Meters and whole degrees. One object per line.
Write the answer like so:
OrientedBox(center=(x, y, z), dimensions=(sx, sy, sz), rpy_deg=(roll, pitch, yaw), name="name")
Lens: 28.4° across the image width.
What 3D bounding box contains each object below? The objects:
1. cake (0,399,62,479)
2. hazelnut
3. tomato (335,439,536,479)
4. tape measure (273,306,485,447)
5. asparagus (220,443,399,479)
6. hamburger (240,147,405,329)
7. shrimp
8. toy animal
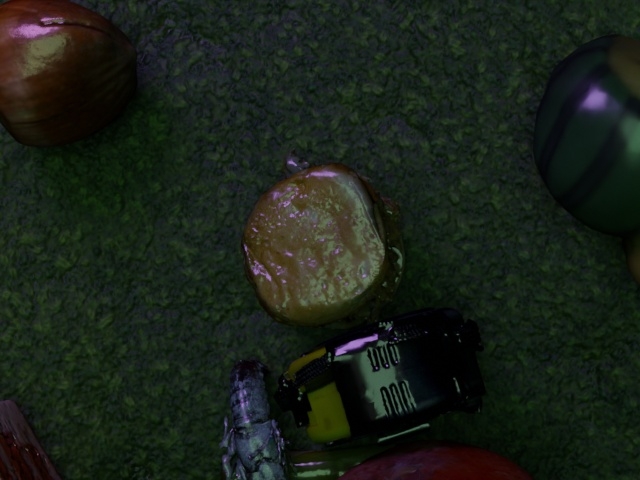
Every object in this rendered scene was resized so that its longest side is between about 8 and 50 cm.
OrientedBox(center=(-0.271, 0.259, 1.204), dimensions=(0.262, 0.158, 0.160), rpy_deg=(23, 93, 3), name="cake")
OrientedBox(center=(-0.251, -0.160, 1.203), dimensions=(0.150, 0.150, 0.150), rpy_deg=(0, 90, 5), name="hazelnut")
OrientedBox(center=(0.105, 0.299, 1.107), dimensions=(0.265, 0.265, 0.265), rpy_deg=(0, 90, 5), name="tomato")
OrientedBox(center=(0.057, 0.131, 1.156), dimensions=(0.199, 0.186, 0.112), rpy_deg=(-20, 80, 4), name="tape measure")
OrientedBox(center=(-0.010, 0.225, 1.236), dimensions=(0.178, 0.041, 0.045), rpy_deg=(-8, 46, 5), name="asparagus")
OrientedBox(center=(0.000, 0.000, 1.196), dimensions=(0.159, 0.131, 0.185), rpy_deg=(-21, 81, 14), name="hamburger")
OrientedBox(center=(-0.069, 0.190, 1.196), dimensions=(0.082, 0.076, 0.174), rpy_deg=(-16, 64, 10), name="shrimp")
OrientedBox(center=(0.334, -0.040, 1.129), dimensions=(0.338, 0.216, 0.191), rpy_deg=(36, 120, 7), name="toy animal")
